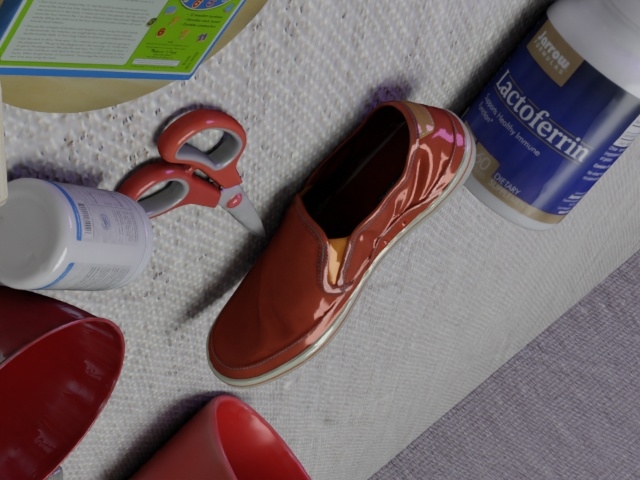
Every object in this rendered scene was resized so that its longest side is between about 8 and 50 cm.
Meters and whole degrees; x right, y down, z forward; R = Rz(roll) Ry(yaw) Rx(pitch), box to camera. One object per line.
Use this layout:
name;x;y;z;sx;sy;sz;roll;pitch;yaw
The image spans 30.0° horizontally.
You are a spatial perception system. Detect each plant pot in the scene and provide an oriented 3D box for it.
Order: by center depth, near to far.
plant pot;-0.140;0.355;1.402;0.243;0.275;0.275;-35;164;8

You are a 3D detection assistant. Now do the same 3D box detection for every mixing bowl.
mixing bowl;-0.229;0.097;0.799;0.181;0.098;0.181;-44;159;-22

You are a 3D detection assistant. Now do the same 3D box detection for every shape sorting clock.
shape sorting clock;-0.099;-0.144;0.626;0.206;0.040;0.206;-26;158;-12

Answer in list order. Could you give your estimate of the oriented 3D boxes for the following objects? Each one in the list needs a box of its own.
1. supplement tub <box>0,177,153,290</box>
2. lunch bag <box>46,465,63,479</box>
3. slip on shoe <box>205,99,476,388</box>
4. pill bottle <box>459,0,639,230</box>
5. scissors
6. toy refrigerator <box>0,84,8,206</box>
supplement tub;-0.164;-0.002;0.776;0.071;0.071;0.107;-47;162;13
lunch bag;-0.335;0.275;0.881;0.287;0.169;0.235;-47;164;22
slip on shoe;0.000;0.000;1.093;0.331;0.123;0.101;-47;141;14
pill bottle;0.258;-0.150;1.204;0.264;0.153;0.153;-53;160;27
scissors;-0.069;-0.044;0.964;0.109;0.021;0.297;-46;162;11
toy refrigerator;-0.269;-0.006;0.501;0.269;0.094;0.102;-33;160;-29
